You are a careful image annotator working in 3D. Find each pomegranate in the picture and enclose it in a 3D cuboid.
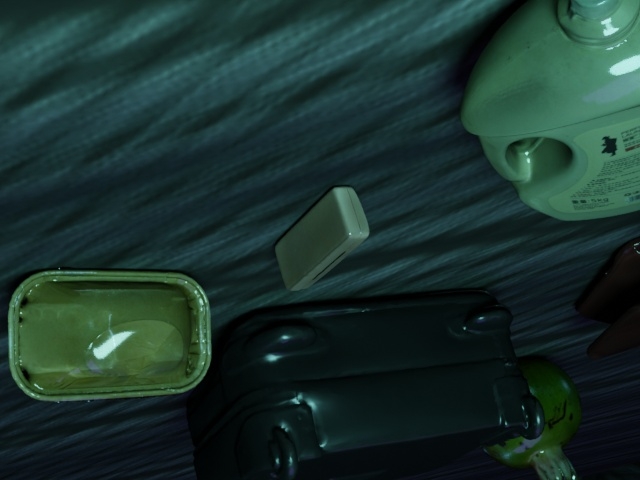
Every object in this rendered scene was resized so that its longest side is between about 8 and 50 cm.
[{"bbox_3d":[0.315,0.280,1.465,0.179,0.210,0.180,-21,150,-13],"label":"pomegranate"}]

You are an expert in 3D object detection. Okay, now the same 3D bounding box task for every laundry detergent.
[{"bbox_3d":[0.181,-0.095,0.612,0.181,0.091,0.253,-19,158,17],"label":"laundry detergent"}]

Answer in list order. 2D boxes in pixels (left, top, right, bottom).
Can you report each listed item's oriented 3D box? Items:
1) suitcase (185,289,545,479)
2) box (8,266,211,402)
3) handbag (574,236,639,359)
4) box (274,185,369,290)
[{"bbox_3d":[0.036,0.196,1.122,0.345,0.188,0.339,-6,156,-23],"label":"suitcase"},{"bbox_3d":[-0.180,0.079,0.831,0.177,0.111,0.111,1,155,-33],"label":"box"},{"bbox_3d":[0.461,0.056,1.163,0.275,0.084,0.260,-12,158,-3],"label":"handbag"},{"bbox_3d":[0.000,0.000,0.804,0.025,0.048,0.115,-3,155,-32],"label":"box"}]
